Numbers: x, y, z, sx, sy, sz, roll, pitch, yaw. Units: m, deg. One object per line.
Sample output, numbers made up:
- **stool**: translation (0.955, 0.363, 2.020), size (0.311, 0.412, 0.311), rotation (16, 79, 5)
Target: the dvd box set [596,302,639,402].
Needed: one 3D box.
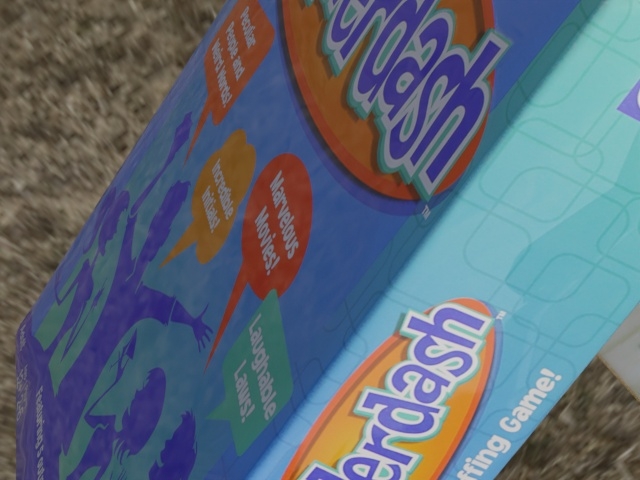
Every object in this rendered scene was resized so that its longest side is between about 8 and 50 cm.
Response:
- **dvd box set**: translation (0.184, -0.072, 0.522), size (0.307, 0.062, 0.420), rotation (-40, 100, 23)

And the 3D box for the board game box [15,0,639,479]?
- **board game box**: translation (0.000, 0.000, 0.420), size (0.047, 0.160, 0.210), rotation (25, 116, -23)
